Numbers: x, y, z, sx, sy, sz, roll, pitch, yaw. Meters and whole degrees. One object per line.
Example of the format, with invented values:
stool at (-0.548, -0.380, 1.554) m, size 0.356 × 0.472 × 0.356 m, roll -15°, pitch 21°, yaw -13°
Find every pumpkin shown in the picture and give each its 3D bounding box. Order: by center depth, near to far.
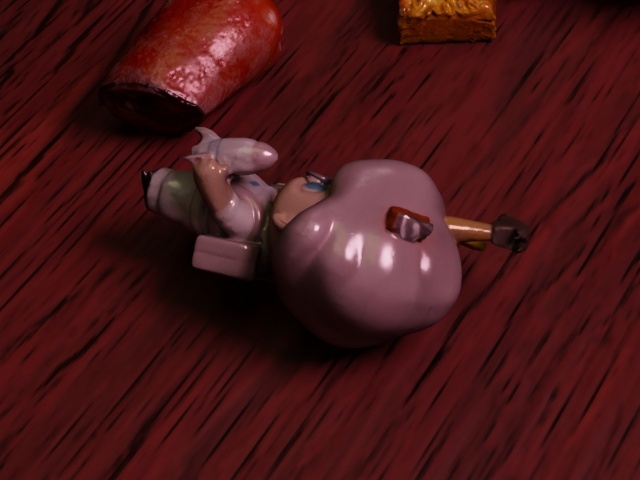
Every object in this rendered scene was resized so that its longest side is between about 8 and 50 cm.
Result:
pumpkin at (0.092, -0.183, 1.004) m, size 0.074 × 0.054 × 0.083 m, roll 0°, pitch 69°, yaw 11°

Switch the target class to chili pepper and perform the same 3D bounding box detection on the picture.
chili pepper at (-0.069, -0.147, 0.970) m, size 0.086 × 0.084 × 0.192 m, roll 32°, pitch 62°, yaw 10°

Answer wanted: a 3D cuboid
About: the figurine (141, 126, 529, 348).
figurine at (0.000, 0.000, 0.810) m, size 0.229 × 0.137 × 0.111 m, roll 16°, pitch 83°, yaw 24°
